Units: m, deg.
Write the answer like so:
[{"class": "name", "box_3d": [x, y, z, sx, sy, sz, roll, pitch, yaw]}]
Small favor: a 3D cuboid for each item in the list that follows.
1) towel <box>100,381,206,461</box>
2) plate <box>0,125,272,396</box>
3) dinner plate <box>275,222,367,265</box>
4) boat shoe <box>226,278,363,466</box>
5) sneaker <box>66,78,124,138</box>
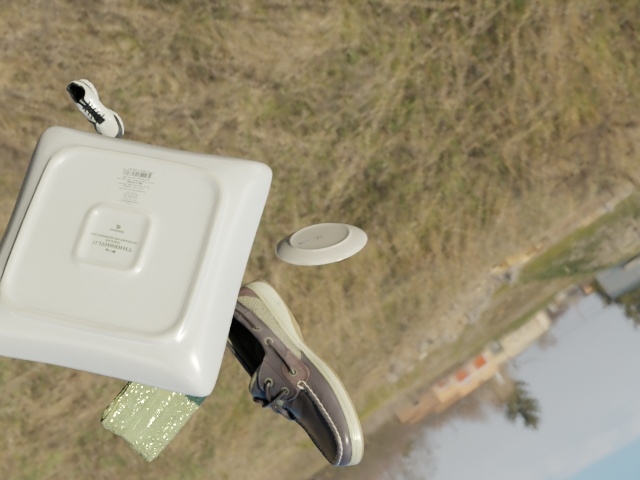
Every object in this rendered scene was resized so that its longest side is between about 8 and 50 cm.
[{"class": "towel", "box_3d": [-0.227, 0.223, 1.405, 0.148, 0.110, 0.027, -53, -156, -20]}, {"class": "plate", "box_3d": [-0.215, 0.006, 1.072, 0.045, 0.277, 0.278, 83, 19, -64]}, {"class": "dinner plate", "box_3d": [0.000, 0.000, 1.524, 0.141, 0.017, 0.141, -9, -156, 4]}, {"class": "boat shoe", "box_3d": [-0.049, 0.169, 1.249, 0.092, 0.285, 0.103, -17, 146, -29]}, {"class": "sneaker", "box_3d": [-0.321, -0.182, 1.421, 0.040, 0.109, 0.044, -42, 173, 12]}]
